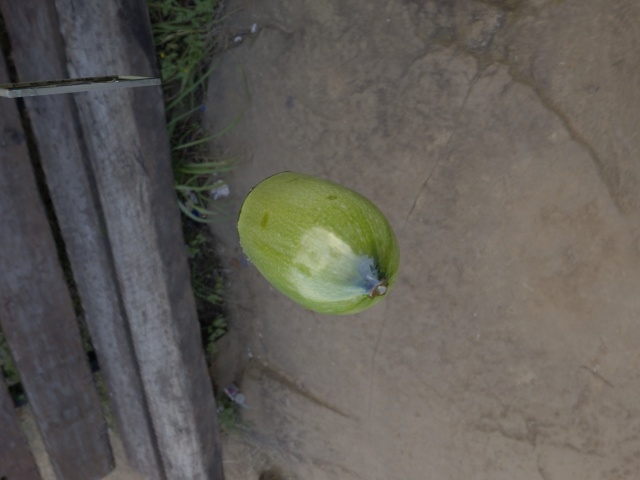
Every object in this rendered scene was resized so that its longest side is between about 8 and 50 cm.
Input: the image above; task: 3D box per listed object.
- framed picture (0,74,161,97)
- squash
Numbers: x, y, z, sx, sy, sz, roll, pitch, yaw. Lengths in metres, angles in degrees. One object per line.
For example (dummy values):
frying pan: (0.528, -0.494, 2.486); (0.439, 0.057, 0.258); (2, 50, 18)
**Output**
framed picture: (-0.430, -0.271, 0.988); (0.184, 0.250, 0.016); (19, 120, 46)
squash: (0.000, 0.000, 0.585); (0.247, 0.132, 0.133); (-154, 47, -68)
